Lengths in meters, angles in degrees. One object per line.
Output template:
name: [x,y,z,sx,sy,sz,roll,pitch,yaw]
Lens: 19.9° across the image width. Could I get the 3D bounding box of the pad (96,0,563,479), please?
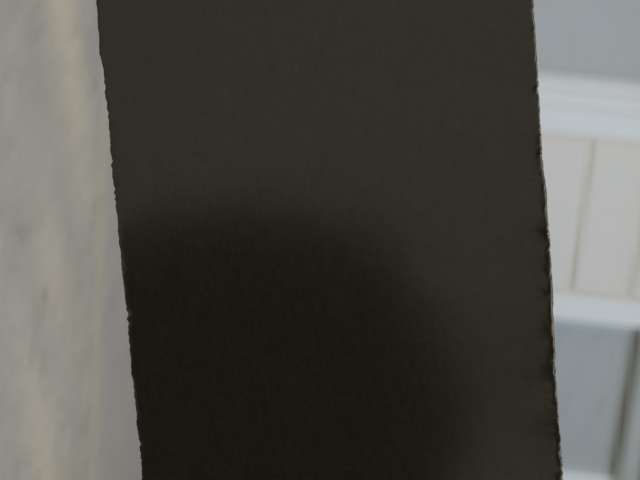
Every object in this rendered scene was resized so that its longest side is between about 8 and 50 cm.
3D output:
pad: [0.000,0.000,0.415,0.003,0.112,0.157,-21,109,-60]
